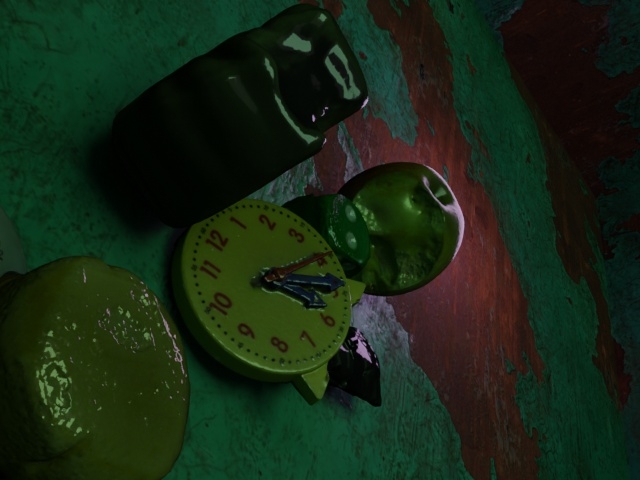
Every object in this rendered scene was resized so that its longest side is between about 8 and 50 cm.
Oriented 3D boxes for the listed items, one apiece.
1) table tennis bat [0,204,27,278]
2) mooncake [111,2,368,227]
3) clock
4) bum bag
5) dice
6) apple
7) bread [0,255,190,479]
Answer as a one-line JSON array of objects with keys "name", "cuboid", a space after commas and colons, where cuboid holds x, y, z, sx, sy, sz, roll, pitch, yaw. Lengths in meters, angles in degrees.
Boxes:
[{"name": "table tennis bat", "cuboid": [-0.411, -0.038, 0.891, 0.301, 0.022, 0.173, 64, 29, -10]}, {"name": "mooncake", "cuboid": [-0.111, -0.174, 1.158, 0.187, 0.351, 0.351, 55, 32, -14]}, {"name": "clock", "cuboid": [-0.069, 0.063, 1.219, 0.293, 0.071, 0.277, 31, 48, -15]}, {"name": "bum bag", "cuboid": [0.000, 0.174, 1.337, 0.340, 0.095, 0.144, 28, 31, -49]}, {"name": "dice", "cuboid": [0.000, 0.000, 1.420, 0.131, 0.128, 0.120, 31, 47, -48]}, {"name": "apple", "cuboid": [0.140, -0.026, 1.569, 0.246, 0.226, 0.246, 38, 38, -38]}, {"name": "bread", "cuboid": [-0.251, 0.149, 0.894, 0.270, 0.148, 0.270, 43, 35, -42]}]
